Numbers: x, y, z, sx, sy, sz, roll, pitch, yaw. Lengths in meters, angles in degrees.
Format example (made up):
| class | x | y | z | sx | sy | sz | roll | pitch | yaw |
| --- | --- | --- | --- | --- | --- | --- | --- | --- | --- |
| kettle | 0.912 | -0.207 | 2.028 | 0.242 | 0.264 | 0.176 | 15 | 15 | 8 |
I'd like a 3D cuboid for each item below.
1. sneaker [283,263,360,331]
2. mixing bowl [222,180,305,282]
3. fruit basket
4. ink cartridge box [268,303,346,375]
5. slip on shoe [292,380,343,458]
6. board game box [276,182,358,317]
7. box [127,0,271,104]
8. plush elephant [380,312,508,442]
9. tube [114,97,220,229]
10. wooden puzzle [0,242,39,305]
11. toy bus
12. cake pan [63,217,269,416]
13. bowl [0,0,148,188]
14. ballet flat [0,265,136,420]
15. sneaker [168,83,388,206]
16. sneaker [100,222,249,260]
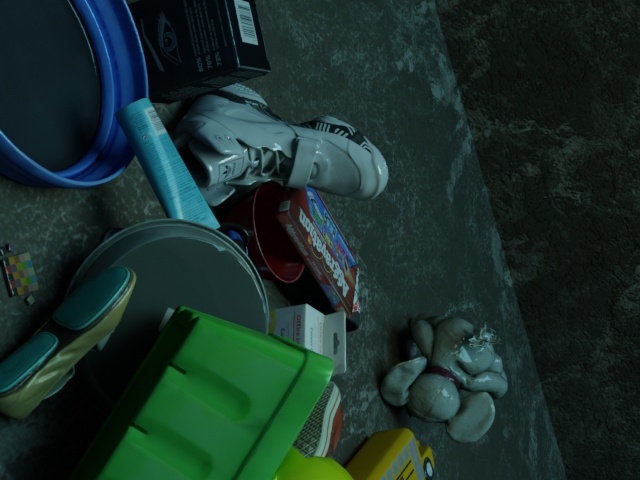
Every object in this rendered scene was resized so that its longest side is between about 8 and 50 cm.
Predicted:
| class | x | y | z | sx | sy | sz | roll | pitch | yaw |
| --- | --- | --- | --- | --- | --- | --- | --- | --- | --- |
| sneaker | 0.004 | 0.067 | 1.934 | 0.270 | 0.090 | 0.145 | 47 | 38 | -52 |
| mixing bowl | -0.110 | -0.007 | 1.718 | 0.181 | 0.098 | 0.181 | 41 | 43 | -53 |
| fruit basket | -0.086 | 0.300 | 1.203 | 0.283 | 0.392 | 0.392 | -175 | -111 | -73 |
| ink cartridge box | -0.059 | 0.174 | 1.625 | 0.067 | 0.198 | 0.115 | 37 | 46 | -54 |
| slip on shoe | -0.027 | 0.367 | 1.708 | 0.331 | 0.123 | 0.101 | -58 | 134 | -62 |
| board game box | 0.000 | 0.000 | 1.803 | 0.145 | 0.027 | 0.281 | -79 | 149 | -43 |
| box | -0.203 | -0.312 | 1.543 | 0.108 | 0.207 | 0.153 | -11 | 89 | -65 |
| plush elephant | 0.281 | 0.318 | 2.238 | 0.272 | 0.255 | 0.330 | 39 | -12 | 5 |
| tube | -0.215 | -0.097 | 1.372 | 0.080 | 0.052 | 0.207 | -30 | 95 | -39 |
| wooden puzzle | -0.381 | 0.043 | 1.245 | 0.049 | 0.006 | 0.083 | -21 | 98 | -64 |
| toy bus | 0.126 | 0.478 | 1.973 | 0.333 | 0.108 | 0.130 | -32 | 106 | -63 |
| cake pan | -0.198 | 0.117 | 1.324 | 0.293 | 0.054 | 0.293 | -1 | 93 | -24 |
| bowl | -0.377 | -0.256 | 1.310 | 0.391 | 0.077 | 0.391 | 38 | 46 | -54 |
| ballet flat | -0.310 | 0.126 | 1.208 | 0.232 | 0.080 | 0.073 | -43 | 136 | -23 |
| sneaker | -0.083 | -0.126 | 1.610 | 0.210 | 0.366 | 0.137 | -54 | 165 | -48 |
| sneaker | -0.164 | 0.068 | 1.477 | 0.315 | 0.182 | 0.127 | 43 | 43 | -50 |
